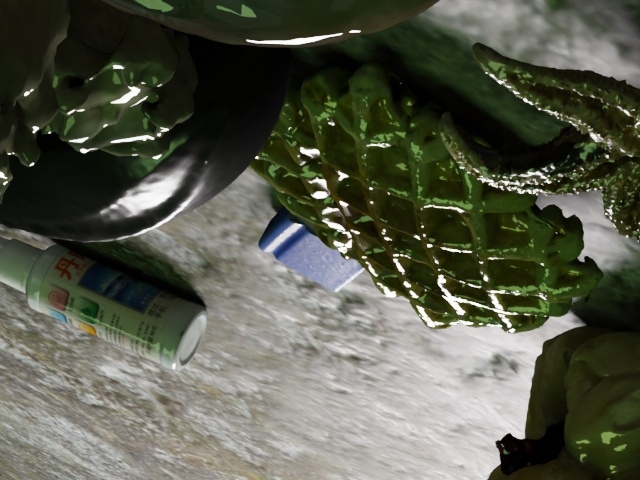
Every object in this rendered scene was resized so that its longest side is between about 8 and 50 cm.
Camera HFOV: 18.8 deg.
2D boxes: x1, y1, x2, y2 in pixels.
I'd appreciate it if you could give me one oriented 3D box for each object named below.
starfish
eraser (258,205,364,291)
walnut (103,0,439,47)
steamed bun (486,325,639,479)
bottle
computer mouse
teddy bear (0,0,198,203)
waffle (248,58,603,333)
[{"bbox_3d":[0.156,-0.040,0.891,0.213,0.057,0.238,0,152,39],"label":"starfish"},{"bbox_3d":[0.000,0.000,1.237,0.063,0.027,0.084,31,161,-6],"label":"eraser"},{"bbox_3d":[-0.023,-0.166,0.597,0.224,0.224,0.224,24,161,9],"label":"walnut"},{"bbox_3d":[0.156,0.129,1.165,0.106,0.177,0.192,37,174,0],"label":"steamed bun"},{"bbox_3d":[-0.198,0.040,1.555,0.217,0.060,0.060,21,160,14],"label":"bottle"},{"bbox_3d":[-0.102,-0.062,1.046,0.269,0.137,0.086,0,138,51],"label":"computer mouse"},{"bbox_3d":[-0.204,-0.141,0.888,0.357,0.224,0.367,39,165,11],"label":"teddy bear"},{"bbox_3d":[0.050,-0.019,1.080,0.214,0.054,0.208,40,161,-16],"label":"waffle"}]
